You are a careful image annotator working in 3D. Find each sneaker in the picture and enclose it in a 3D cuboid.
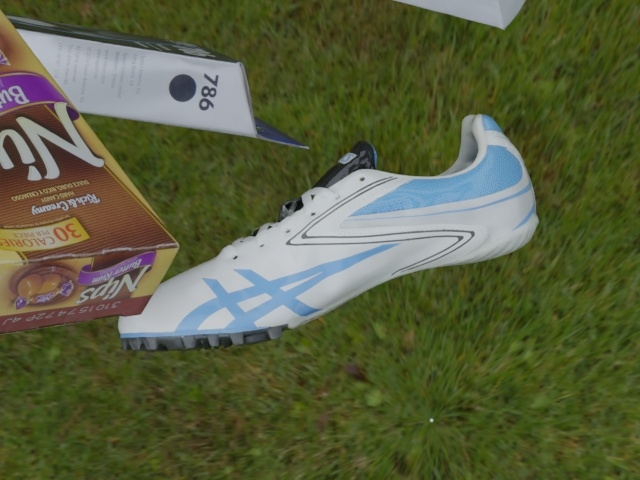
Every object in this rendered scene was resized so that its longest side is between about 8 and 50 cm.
[{"bbox_3d":[0.000,0.000,0.721,0.237,0.085,0.086,-21,90,-7],"label":"sneaker"}]

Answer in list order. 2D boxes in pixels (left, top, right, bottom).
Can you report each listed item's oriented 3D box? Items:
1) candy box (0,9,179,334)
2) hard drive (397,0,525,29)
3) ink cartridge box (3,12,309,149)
[{"bbox_3d":[-0.163,-0.039,0.636,0.186,0.109,0.053,51,125,26],"label":"candy box"},{"bbox_3d":[0.000,-0.239,0.729,0.319,0.040,0.210,20,67,27],"label":"hard drive"},{"bbox_3d":[-0.180,-0.137,1.072,0.333,0.165,0.065,8,100,-21],"label":"ink cartridge box"}]
